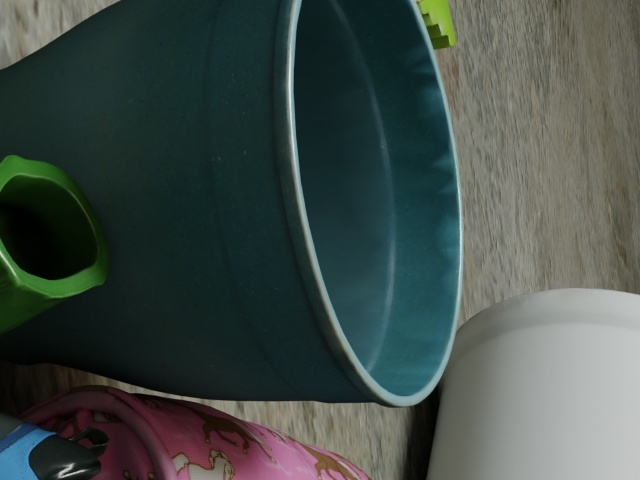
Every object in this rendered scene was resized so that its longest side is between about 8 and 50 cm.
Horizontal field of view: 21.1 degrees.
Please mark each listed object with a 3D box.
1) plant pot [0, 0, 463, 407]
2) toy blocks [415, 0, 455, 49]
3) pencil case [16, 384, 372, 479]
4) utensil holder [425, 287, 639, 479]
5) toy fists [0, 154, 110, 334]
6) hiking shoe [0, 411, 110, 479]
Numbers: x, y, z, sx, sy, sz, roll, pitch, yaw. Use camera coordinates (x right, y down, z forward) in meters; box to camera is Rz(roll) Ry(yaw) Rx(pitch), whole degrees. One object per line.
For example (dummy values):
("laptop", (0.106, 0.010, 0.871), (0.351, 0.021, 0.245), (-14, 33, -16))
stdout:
("plant pot", (-0.079, -0.029, 1.012), (0.272, 0.255, 0.271), (-7, 90, -68))
("toy blocks", (-0.031, -0.305, 1.368), (0.261, 0.191, 0.381), (-32, 113, -53))
("pencil case", (-0.069, 0.199, 1.100), (0.160, 0.167, 0.386), (46, 8, 25))
("utensil holder", (0.245, 0.295, 1.628), (0.327, 0.328, 0.385), (61, 33, -43))
("toy fists", (-0.224, 0.017, 0.801), (0.096, 0.142, 0.279), (67, 21, 4))
("hiking shoe", (-0.176, 0.204, 0.805), (0.113, 0.132, 0.304), (120, -21, -54))
